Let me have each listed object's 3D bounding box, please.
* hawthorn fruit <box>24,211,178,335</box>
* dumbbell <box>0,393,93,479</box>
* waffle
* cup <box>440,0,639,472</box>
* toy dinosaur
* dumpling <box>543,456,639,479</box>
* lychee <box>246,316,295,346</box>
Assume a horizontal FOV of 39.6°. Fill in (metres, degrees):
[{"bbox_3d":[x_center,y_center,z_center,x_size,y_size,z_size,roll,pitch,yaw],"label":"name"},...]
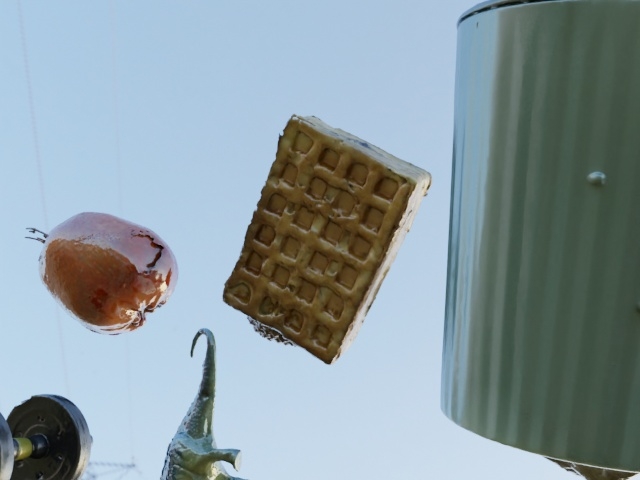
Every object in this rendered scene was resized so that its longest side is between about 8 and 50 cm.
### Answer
[{"bbox_3d":[-0.400,0.040,1.566,0.299,0.211,0.211,31,-47,12],"label":"hawthorn fruit"},{"bbox_3d":[-0.413,0.276,1.171,0.143,0.325,0.143,-3,-98,24],"label":"dumbbell"},{"bbox_3d":[0.000,0.000,1.255,0.213,0.091,0.308,29,-71,17],"label":"waffle"},{"bbox_3d":[0.304,-0.012,0.808,0.401,0.310,0.392,7,-88,1],"label":"cup"},{"bbox_3d":[-0.156,0.298,1.115,0.147,0.076,0.362,15,-94,20],"label":"toy dinosaur"},{"bbox_3d":[0.383,0.312,1.391,0.332,0.086,0.166,26,-23,35],"label":"dumpling"},{"bbox_3d":[-0.053,0.114,1.650,0.188,0.188,0.188,12,-50,15],"label":"lychee"}]
